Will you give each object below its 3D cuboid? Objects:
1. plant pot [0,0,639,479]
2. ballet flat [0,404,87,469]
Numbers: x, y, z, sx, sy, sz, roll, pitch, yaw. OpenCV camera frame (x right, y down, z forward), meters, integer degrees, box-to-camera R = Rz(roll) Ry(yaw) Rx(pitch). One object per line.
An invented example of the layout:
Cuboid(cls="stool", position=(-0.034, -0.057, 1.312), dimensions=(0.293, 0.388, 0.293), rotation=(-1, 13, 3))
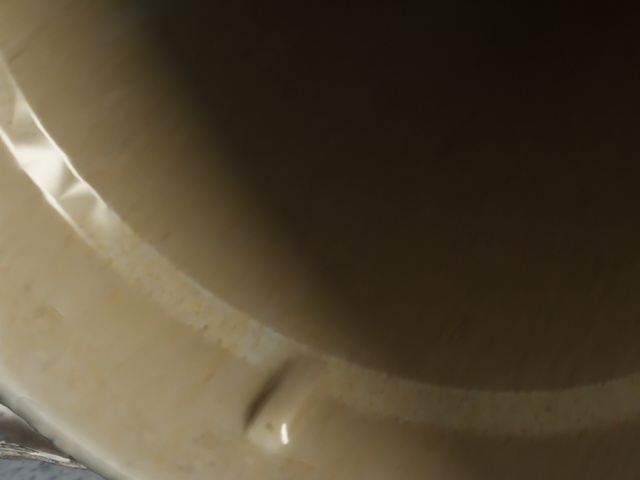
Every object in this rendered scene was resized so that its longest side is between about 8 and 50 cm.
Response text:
Cuboid(cls="plant pot", position=(0.049, -0.112, 0.603), dimensions=(0.305, 0.334, 0.334), rotation=(-52, 173, -42))
Cuboid(cls="ballet flat", position=(-0.157, 0.061, 0.965), dimensions=(0.316, 0.107, 0.106), rotation=(3, 177, -17))
